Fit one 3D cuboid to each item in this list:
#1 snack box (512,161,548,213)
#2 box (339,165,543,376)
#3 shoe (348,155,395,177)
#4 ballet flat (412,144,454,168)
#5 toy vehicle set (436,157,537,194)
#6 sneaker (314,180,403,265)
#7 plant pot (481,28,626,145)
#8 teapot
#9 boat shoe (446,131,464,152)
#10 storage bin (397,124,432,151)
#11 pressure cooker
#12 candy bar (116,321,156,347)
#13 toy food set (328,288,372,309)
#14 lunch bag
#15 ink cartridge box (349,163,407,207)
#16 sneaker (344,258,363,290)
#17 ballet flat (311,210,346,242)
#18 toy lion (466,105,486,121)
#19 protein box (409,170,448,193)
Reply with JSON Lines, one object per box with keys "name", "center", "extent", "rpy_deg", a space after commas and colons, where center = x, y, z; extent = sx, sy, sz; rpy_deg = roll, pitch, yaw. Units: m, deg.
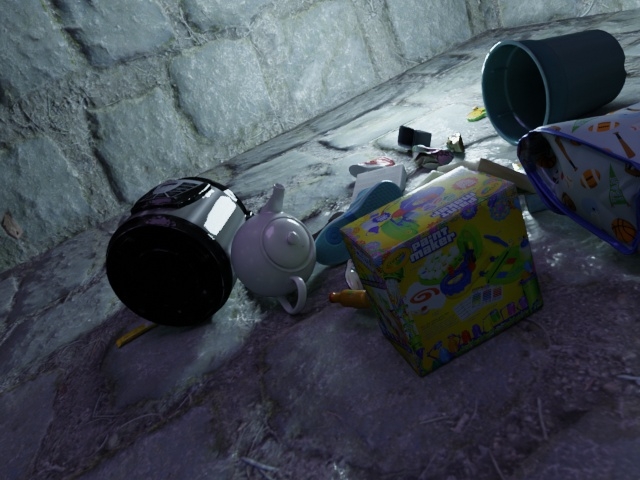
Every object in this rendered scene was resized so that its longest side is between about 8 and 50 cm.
{"name": "snack box", "center": [0.618, -0.166, 1.343], "extent": [0.175, 0.070, 0.207], "rpy_deg": [-16, 24, 19]}
{"name": "box", "center": [0.237, 0.052, 0.987], "extent": [0.290, 0.279, 0.177], "rpy_deg": [-27, 25, -8]}
{"name": "shoe", "center": [0.201, -0.283, 1.964], "extent": [0.178, 0.063, 0.081], "rpy_deg": [6, 36, 38]}
{"name": "ballet flat", "center": [0.385, -0.297, 1.825], "extent": [0.079, 0.077, 0.221], "rpy_deg": [-49, 30, -8]}
{"name": "toy vehicle set", "center": [0.426, -0.160, 1.327], "extent": [0.166, 0.035, 0.267], "rpy_deg": [18, 0, -9]}
{"name": "sneaker", "center": [0.104, -0.047, 1.529], "extent": [0.319, 0.127, 0.208], "rpy_deg": [-40, 5, -1]}
{"name": "plant pot", "center": [0.767, -0.521, 1.656], "extent": [0.334, 0.341, 0.341], "rpy_deg": [-20, 24, -11]}
{"name": "teapot", "center": [-0.107, 0.029, 1.349], "extent": [0.252, 0.256, 0.187], "rpy_deg": [-57, 13, -31]}
{"name": "boat shoe", "center": [0.489, -0.351, 1.848], "extent": [0.059, 0.063, 0.170], "rpy_deg": [-17, 16, 21]}
{"name": "storage bin", "center": [0.380, -0.406, 2.029], "extent": [0.091, 0.098, 0.135], "rpy_deg": [-1, 18, -17]}
{"name": "pressure cooker", "center": [-0.407, 0.009, 1.546], "extent": [0.375, 0.370, 0.420], "rpy_deg": [-49, 13, 26]}
{"name": "candy bar", "center": [-0.549, 0.275, 1.548], "extent": [0.162, 0.018, 0.040], "rpy_deg": [-30, 29, -15]}
{"name": "toy food set", "center": [0.125, 0.090, 1.206], "extent": [0.105, 0.111, 0.232], "rpy_deg": [-2, 40, 41]}
{"name": "lunch bag", "center": [0.664, -0.169, 1.078], "extent": [0.328, 0.238, 0.385], "rpy_deg": [-17, 32, -8]}
{"name": "ink cartridge box", "center": [0.199, -0.159, 1.750], "extent": [0.181, 0.056, 0.224], "rpy_deg": [-10, 46, 27]}
{"name": "sneaker", "center": [0.108, 0.083, 1.305], "extent": [0.075, 0.057, 0.161], "rpy_deg": [-23, 21, 16]}
{"name": "ballet flat", "center": [0.000, 0.000, 1.586], "extent": [0.250, 0.058, 0.084], "rpy_deg": [-41, 51, -22]}
{"name": "toy lion", "center": [0.654, -0.524, 2.085], "extent": [0.100, 0.034, 0.096], "rpy_deg": [-4, 38, 36]}
{"name": "protein box", "center": [0.322, -0.052, 1.242], "extent": [0.201, 0.135, 0.200], "rpy_deg": [17, 45, 35]}
